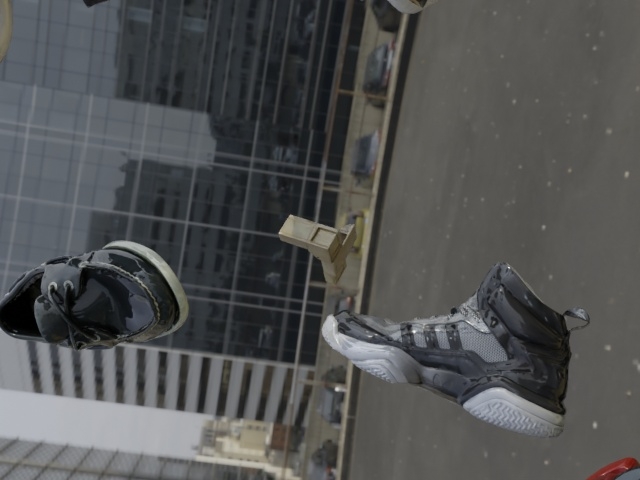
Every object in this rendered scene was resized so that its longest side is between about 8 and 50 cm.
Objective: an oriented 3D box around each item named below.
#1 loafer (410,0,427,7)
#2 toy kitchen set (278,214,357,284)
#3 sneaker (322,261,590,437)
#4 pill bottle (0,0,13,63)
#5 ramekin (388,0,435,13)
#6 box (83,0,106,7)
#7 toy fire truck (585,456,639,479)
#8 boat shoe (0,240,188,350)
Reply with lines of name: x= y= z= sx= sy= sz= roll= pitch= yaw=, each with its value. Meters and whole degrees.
loafer: x=0.049 y=-0.286 z=0.784 sx=0.062 sy=0.170 sz=0.061 roll=-119 pitch=34 yaw=-62
toy kitchen set: x=0.000 y=0.000 z=0.978 sx=0.068 sy=0.075 sz=0.083 roll=-59 pitch=-25 yaw=-29
sneaker: x=0.138 y=0.088 z=0.764 sx=0.101 sy=0.268 sz=0.153 roll=28 pitch=-98 yaw=-62
pill bottle: x=-0.455 y=-0.271 z=0.826 sx=0.318 sy=0.176 sz=0.176 roll=37 pitch=122 yaw=54
ramekin: x=0.137 y=-0.526 z=1.302 sx=0.127 sy=0.273 sz=0.273 roll=-36 pitch=28 yaw=23
box: x=-0.205 y=-0.337 z=0.860 sx=0.162 sy=0.116 sz=0.029 roll=-80 pitch=-29 yaw=-42
toy fire truck: x=0.388 y=0.254 z=0.822 sx=0.217 sy=0.246 sz=0.158 roll=-42 pitch=77 yaw=43
boat shoe: x=-0.284 y=0.077 z=0.856 sx=0.113 sy=0.340 sz=0.127 roll=-33 pitch=-66 yaw=-40
